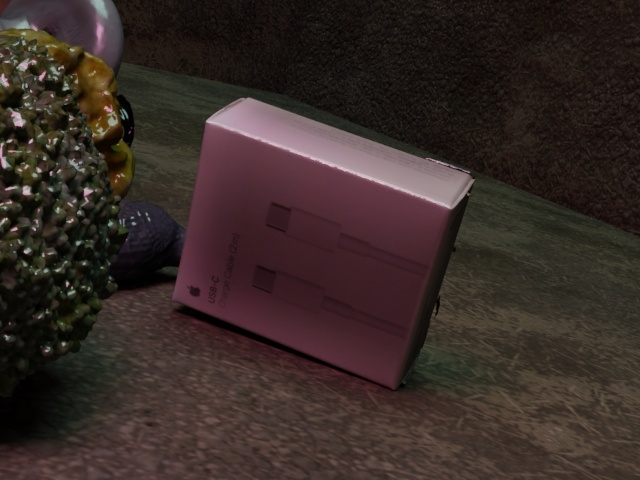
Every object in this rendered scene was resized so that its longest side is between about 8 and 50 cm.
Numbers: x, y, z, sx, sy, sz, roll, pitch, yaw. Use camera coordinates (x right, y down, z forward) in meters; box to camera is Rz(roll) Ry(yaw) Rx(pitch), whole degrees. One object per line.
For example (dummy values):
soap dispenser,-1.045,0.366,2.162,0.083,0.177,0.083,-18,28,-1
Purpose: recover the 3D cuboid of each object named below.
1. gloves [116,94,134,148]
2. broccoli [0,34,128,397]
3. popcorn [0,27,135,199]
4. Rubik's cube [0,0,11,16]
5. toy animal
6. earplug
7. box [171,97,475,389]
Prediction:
gloves,-0.344,-0.141,1.548,0.164,0.124,0.203,-16,38,22
broccoli,-0.251,-0.009,0.756,0.235,0.259,0.288,30,15,0
popcorn,-0.359,-0.157,1.316,0.286,0.225,0.173,15,44,-12
Rubik's cube,-0.562,-0.321,1.813,0.225,0.221,0.231,15,12,1
toy animal,-0.230,-0.010,1.111,0.206,0.081,0.367,43,22,26
earplug,-0.430,-0.252,1.462,0.326,0.214,0.175,-18,-17,-9
box,0.000,0.000,1.037,0.252,0.203,0.106,21,28,13
